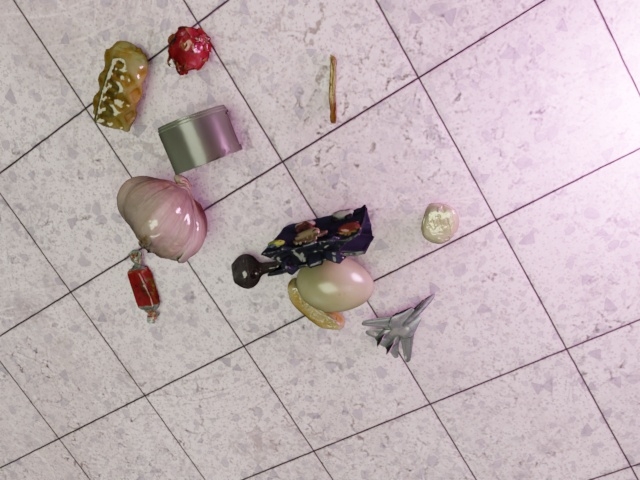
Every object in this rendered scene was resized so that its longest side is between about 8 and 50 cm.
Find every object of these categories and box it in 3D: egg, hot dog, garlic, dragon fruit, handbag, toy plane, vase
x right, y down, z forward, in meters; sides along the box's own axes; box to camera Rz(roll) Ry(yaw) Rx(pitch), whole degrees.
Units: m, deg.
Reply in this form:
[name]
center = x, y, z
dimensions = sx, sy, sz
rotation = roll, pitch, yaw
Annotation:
[egg]
center = 0.048, 0.140, 1.746
dimensions = 0.253, 0.188, 0.189
rotation = 5, 108, 2
[hot dog]
center = -0.024, 0.230, 1.845
dimensions = 0.242, 0.084, 0.073
rotation = 41, 114, -3
[garlic]
center = -0.502, -0.077, 1.735
dimensions = 0.241, 0.322, 0.322
rotation = -26, 102, -10
[dragon fruit]
center = -0.407, -0.586, 1.647
dimensions = 0.166, 0.136, 0.133
rotation = -46, 61, 46
[handbag]
center = 0.000, 0.000, 1.639
dimensions = 0.303, 0.329, 0.122
rotation = -14, 100, 15
[toy plane]
center = 0.288, 0.264, 1.798
dimensions = 0.212, 0.088, 0.267
rotation = 40, 102, -4
[vase]
center = -0.209, 0.098, 1.833
dimensions = 0.182, 0.120, 0.120
rotation = -10, 106, -4

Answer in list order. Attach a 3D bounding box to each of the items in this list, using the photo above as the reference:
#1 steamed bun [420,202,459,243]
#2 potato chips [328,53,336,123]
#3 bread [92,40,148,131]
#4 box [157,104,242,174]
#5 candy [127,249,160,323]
[steamed bun]
center = 0.374, -0.056, 1.671
dimensions = 0.112, 0.091, 0.130
rotation = 11, 112, 12
[potato chips]
center = 0.038, -0.462, 1.644
dimensions = 0.026, 0.037, 0.204
rotation = 0, 102, 0
[bread]
center = -0.637, -0.498, 1.714
dimensions = 0.152, 0.130, 0.268
rotation = 25, 109, 7
[box]
center = -0.372, -0.313, 1.666
dimensions = 0.226, 0.226, 0.149
rotation = -17, 104, 15
[candy]
center = -0.645, 0.173, 1.961
dimensions = 0.086, 0.059, 0.292
rotation = -10, 104, 15
